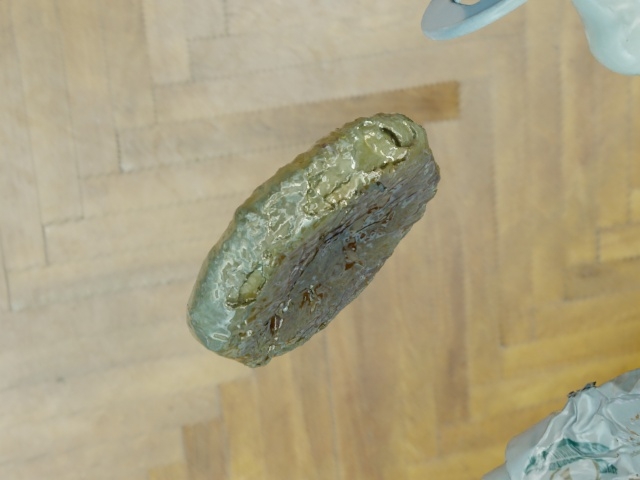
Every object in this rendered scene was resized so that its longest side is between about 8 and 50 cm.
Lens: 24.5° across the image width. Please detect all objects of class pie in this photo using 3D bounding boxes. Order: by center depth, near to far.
[{"bbox_3d":[0.000,0.000,0.858,0.046,0.195,0.195,44,92,16],"label":"pie"}]

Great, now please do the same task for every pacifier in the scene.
[{"bbox_3d":[0.232,-0.246,1.314,0.299,0.244,0.233,-41,103,-1],"label":"pacifier"}]

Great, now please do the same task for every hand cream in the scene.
[{"bbox_3d":[0.179,0.114,0.844,0.084,0.257,0.050,46,53,-5],"label":"hand cream"}]
